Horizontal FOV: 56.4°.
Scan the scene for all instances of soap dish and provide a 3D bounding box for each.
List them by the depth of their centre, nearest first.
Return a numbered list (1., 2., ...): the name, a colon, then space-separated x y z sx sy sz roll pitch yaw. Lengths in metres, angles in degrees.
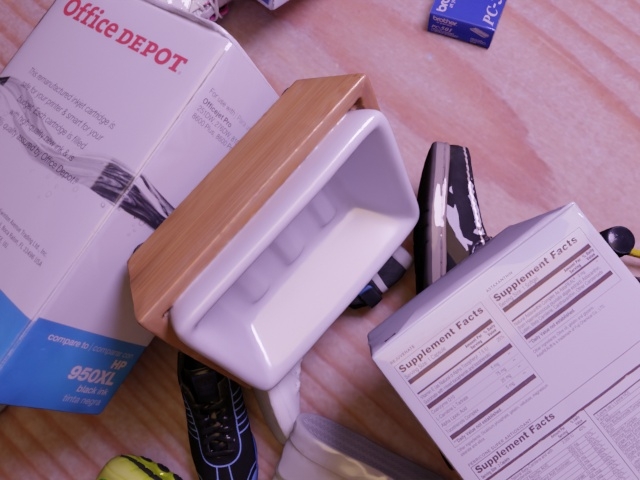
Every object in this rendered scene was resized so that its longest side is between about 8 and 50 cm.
1. soap dish: -0.037 -0.002 0.611 0.118 0.229 0.291 35 79 31

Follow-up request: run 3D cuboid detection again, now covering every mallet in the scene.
1. mallet: 0.430 0.029 0.755 0.189 0.062 0.039 18 76 -7

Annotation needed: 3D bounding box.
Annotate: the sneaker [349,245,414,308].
1. sneaker: 0.000 0.000 0.761 0.217 0.079 0.121 41 89 19

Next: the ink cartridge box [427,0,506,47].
1. ink cartridge box: 0.236 -0.391 0.876 0.097 0.046 0.207 19 76 9

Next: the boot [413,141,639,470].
1. boot: 0.259 0.064 0.696 0.284 0.138 0.377 -4 78 3

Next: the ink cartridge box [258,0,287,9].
1. ink cartridge box: -0.079 -0.509 0.862 0.324 0.071 0.330 39 61 12

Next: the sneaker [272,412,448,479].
1. sneaker: 0.070 0.332 0.650 0.292 0.108 0.169 27 94 13

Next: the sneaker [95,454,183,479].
1. sneaker: -0.146 0.366 0.659 0.295 0.109 0.123 34 85 19

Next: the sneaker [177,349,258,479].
1. sneaker: -0.128 0.199 0.704 0.081 0.090 0.232 -14 73 -1

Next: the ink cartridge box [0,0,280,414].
1. ink cartridge box: -0.254 -0.060 0.656 0.285 0.166 0.395 33 86 32

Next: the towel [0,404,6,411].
1. towel: -0.587 0.184 0.739 0.320 0.090 0.374 41 80 10

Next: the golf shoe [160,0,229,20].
1. golf shoe: -0.199 -0.343 0.855 0.140 0.115 0.306 15 76 4

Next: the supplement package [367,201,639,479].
1. supplement package: 0.197 0.138 0.529 0.198 0.199 0.263 -37 85 1

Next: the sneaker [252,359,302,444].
1. sneaker: -0.044 0.136 0.732 0.094 0.080 0.212 -12 76 -23
